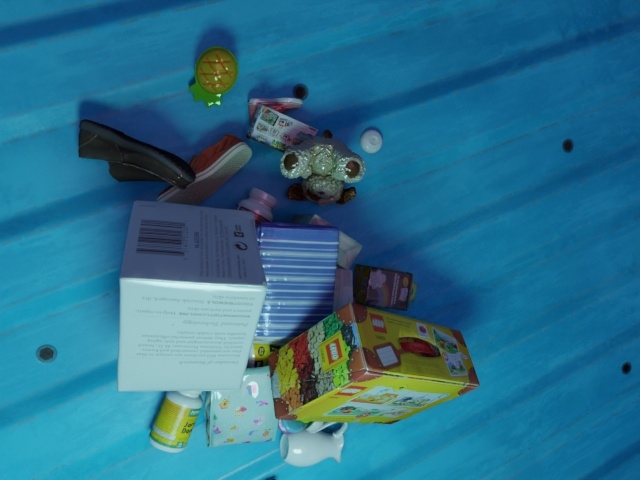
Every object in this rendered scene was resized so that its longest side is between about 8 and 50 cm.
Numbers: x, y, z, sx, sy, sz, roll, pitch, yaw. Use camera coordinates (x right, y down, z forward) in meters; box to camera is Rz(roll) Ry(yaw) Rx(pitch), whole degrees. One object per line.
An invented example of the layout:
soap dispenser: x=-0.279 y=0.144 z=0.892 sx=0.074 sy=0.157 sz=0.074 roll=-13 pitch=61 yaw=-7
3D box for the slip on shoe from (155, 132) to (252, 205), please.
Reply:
slip on shoe: x=-0.364 y=-0.205 z=1.486 sx=0.331 sy=0.123 sz=0.101 roll=-40 pitch=69 yaw=-6

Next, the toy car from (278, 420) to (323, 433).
toy car: x=-0.083 y=0.553 z=1.564 sx=0.159 sy=0.182 sz=0.136 roll=43 pitch=85 yaw=-4

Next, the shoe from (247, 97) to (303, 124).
shoe: x=-0.143 y=-0.412 z=1.562 sx=0.178 sy=0.063 sz=0.081 roll=-4 pitch=96 yaw=-12

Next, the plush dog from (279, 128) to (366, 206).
plush dog: x=0.006 y=-0.213 z=1.562 sx=0.263 sy=0.210 sz=0.225 roll=5 pitch=127 yaw=0

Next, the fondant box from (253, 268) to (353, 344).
fondant box: x=-0.066 y=0.203 z=1.532 sx=0.331 sy=0.096 sz=0.238 roll=5 pitch=64 yaw=-11

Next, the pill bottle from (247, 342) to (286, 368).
pill bottle: x=-0.180 y=0.348 z=1.553 sx=0.209 sy=0.119 sz=0.119 roll=-4 pitch=94 yaw=-17

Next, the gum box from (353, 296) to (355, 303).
gum box: x=0.062 y=0.288 z=1.656 sx=0.107 sy=0.062 sz=0.188 roll=-4 pitch=94 yaw=-17

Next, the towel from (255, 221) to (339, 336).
towel: x=-0.076 y=0.116 z=1.402 sx=0.244 sy=0.040 sz=0.335 roll=2 pitch=102 yaw=-14

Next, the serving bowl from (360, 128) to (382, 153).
serving bowl: x=0.179 y=-0.344 z=1.683 sx=0.084 sy=0.027 sz=0.083 roll=-1 pitch=94 yaw=-17

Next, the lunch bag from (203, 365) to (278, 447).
lunch bag: x=-0.239 y=0.486 z=1.489 sx=0.224 sy=0.160 sz=0.262 roll=0 pitch=118 yaw=-17

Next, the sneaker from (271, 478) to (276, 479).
sneaker: x=-0.114 y=0.923 z=1.606 sx=0.123 sy=0.106 sz=0.290 roll=-31 pitch=100 yaw=-12

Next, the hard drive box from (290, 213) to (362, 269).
hard drive box: x=0.000 y=0.000 z=1.535 sx=0.181 sy=0.232 sz=0.089 roll=34 pitch=83 yaw=-15

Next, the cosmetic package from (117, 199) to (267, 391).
cosmetic package: x=-0.352 y=0.151 z=1.301 sx=0.328 sy=0.329 sz=0.393 roll=5 pitch=126 yaw=-18

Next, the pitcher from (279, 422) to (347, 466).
pitcher: x=-0.018 y=0.658 z=1.610 sx=0.207 sy=0.125 sz=0.177 roll=9 pitch=105 yaw=-24

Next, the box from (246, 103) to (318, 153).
box: x=-0.119 y=-0.340 z=1.544 sx=0.207 sy=0.036 sz=0.114 roll=17 pitch=102 yaw=-32

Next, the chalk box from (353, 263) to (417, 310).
chalk box: x=0.229 y=0.163 z=1.670 sx=0.213 sy=0.132 sz=0.132 roll=11 pitch=88 yaw=-19

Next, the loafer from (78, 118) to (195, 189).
loafer: x=-0.527 y=-0.220 z=1.388 sx=0.366 sy=0.134 sz=0.130 roll=25 pitch=97 yaw=10

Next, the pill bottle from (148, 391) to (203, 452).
pill bottle: x=-0.429 y=0.520 z=1.482 sx=0.118 sy=0.118 sz=0.208 roll=23 pitch=85 yaw=-17

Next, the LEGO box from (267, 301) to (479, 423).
LEGO box: x=0.158 y=0.389 z=1.441 sx=0.500 sy=0.372 sz=0.193 roll=20 pitch=45 yaw=-39

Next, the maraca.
maraca: x=-0.325 y=-0.497 z=1.483 sx=0.127 sy=0.099 sz=0.185 roll=26 pitch=111 yaw=-15

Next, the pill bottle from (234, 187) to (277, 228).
pill bottle: x=-0.223 y=-0.050 z=1.519 sx=0.121 sy=0.121 sz=0.216 roll=29 pitch=84 yaw=-17
